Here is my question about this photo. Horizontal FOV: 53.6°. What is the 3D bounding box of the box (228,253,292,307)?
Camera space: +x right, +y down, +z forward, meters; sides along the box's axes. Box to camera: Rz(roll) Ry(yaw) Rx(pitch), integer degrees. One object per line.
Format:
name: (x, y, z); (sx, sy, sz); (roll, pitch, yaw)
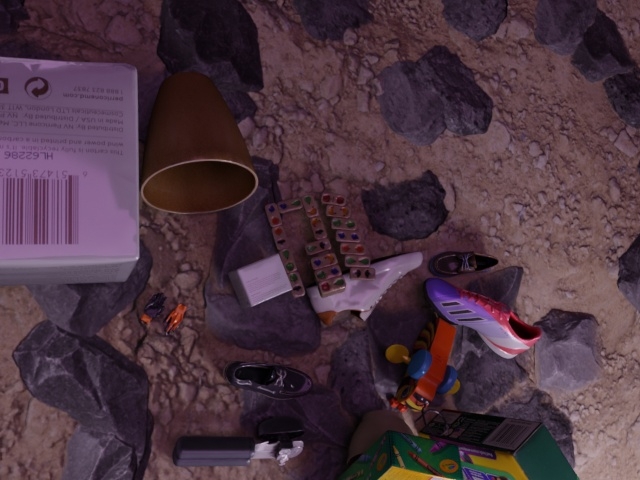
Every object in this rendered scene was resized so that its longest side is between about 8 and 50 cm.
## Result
box: (-0.134, 0.089, 1.384); (0.101, 0.102, 0.087); (-22, 91, -22)

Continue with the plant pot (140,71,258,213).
plant pot: (-0.269, -0.219, 1.337); (0.237, 0.237, 0.254); (-4, 68, -21)

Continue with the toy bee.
toy bee: (0.221, 0.321, 1.469); (0.195, 0.162, 0.298); (49, 43, 2)

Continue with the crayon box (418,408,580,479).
crayon box: (0.415, 0.533, 1.371); (0.106, 0.363, 0.313); (-36, 94, -23)

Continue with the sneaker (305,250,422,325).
sneaker: (0.117, 0.114, 1.481); (0.290, 0.106, 0.123); (-21, 91, -11)

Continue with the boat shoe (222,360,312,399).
boat shoe: (-0.107, 0.304, 1.375); (0.206, 0.065, 0.075); (15, 76, -18)

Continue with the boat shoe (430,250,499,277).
boat shoe: (0.365, 0.053, 1.598); (0.183, 0.066, 0.066); (-6, 82, -22)

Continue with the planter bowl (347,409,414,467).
planter bowl: (0.139, 0.445, 1.408); (0.162, 0.162, 0.109); (17, 48, -17)

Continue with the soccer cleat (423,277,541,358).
soccer cleat: (0.393, 0.173, 1.546); (0.318, 0.116, 0.108); (35, 45, -14)

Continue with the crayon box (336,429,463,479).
crayon box: (0.151, 0.509, 1.325); (0.165, 0.278, 0.081); (17, 42, -17)

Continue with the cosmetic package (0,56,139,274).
cosmetic package: (-0.501, -0.095, 1.119); (0.330, 0.394, 0.327); (-1, 81, -21)

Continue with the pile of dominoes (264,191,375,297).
pile of dominoes: (0.000, 0.000, 1.426); (0.196, 0.040, 0.251); (-16, 71, -9)

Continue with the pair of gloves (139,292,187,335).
pair of gloves: (-0.332, 0.156, 1.346); (0.083, 0.010, 0.074); (31, 73, -10)

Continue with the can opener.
can opener: (-0.168, 0.431, 1.338); (0.281, 0.074, 0.093); (3, 45, -22)
